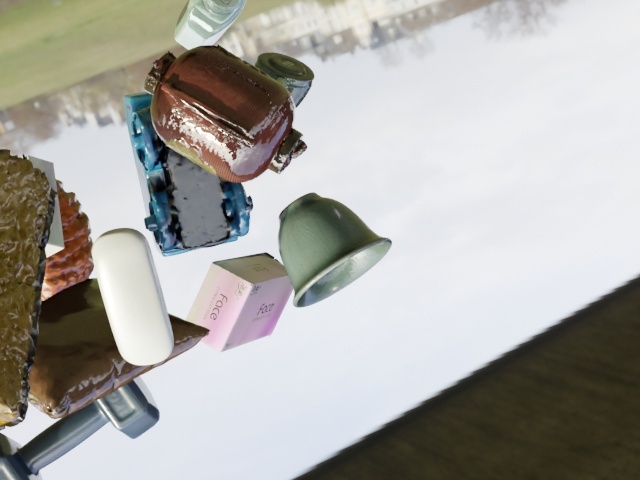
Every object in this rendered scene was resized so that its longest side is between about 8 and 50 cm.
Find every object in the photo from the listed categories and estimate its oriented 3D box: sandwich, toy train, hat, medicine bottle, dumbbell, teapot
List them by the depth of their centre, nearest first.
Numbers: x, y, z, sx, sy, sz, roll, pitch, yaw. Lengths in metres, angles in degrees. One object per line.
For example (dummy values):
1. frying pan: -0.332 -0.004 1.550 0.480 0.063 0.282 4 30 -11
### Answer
1. sandwich: -0.375 0.072 1.056 0.249 0.095 0.273 -26 -131 33
2. medicine bottle: -0.178 -0.388 1.788 0.121 0.083 0.229 -56 -167 -10
3. toy train: -0.236 -0.130 1.865 0.188 0.300 0.265 -13 -168 -14
4. hat: -0.582 0.046 1.872 0.285 0.285 0.400 -14 -159 28
5. dumbbell: -0.450 0.343 1.902 0.325 0.144 0.160 -36 154 -6
6. teapot: -0.070 -0.268 1.958 0.111 0.108 0.149 4 -147 -28

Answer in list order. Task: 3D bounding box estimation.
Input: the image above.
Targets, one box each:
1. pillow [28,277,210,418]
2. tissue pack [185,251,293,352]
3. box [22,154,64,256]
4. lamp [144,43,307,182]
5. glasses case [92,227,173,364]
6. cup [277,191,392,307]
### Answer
1. pillow: -0.387 0.161 1.708 0.308 0.108 0.305 18 -149 38
2. tissue pack: -0.142 0.113 2.001 0.092 0.148 0.246 30 -167 15
3. box: -0.418 -0.029 1.467 0.129 0.130 0.051 -24 157 29
4. lamp: -0.143 -0.187 1.606 0.180 0.258 0.180 -58 178 -4
5. glasses case: -0.247 0.076 1.425 0.076 0.197 0.049 -11 -158 2
6. cup: 0.000 0.000 1.828 0.199 0.150 0.199 -32 166 -9
